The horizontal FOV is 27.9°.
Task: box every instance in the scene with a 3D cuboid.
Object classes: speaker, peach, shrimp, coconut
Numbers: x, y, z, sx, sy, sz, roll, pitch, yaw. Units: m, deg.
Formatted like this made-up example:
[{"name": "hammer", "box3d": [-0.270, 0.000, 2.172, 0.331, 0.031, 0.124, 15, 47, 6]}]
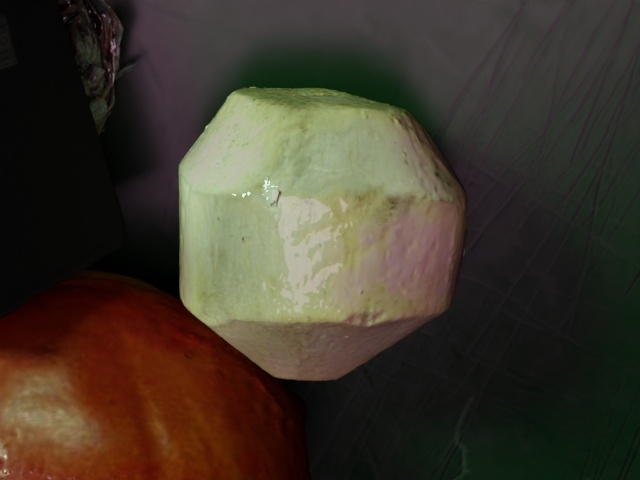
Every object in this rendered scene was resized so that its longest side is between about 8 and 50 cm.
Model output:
[{"name": "speaker", "box3d": [-0.305, -0.078, 0.930, 0.232, 0.184, 0.254, -4, 110, 31]}, {"name": "peach", "box3d": [-0.182, 0.198, 0.997, 0.373, 0.372, 0.290, 22, 137, -6]}, {"name": "shrimp", "box3d": [-0.191, -0.134, 1.002, 0.073, 0.075, 0.190, 16, 101, 30]}, {"name": "coconut", "box3d": [0.000, 0.000, 0.977, 0.237, 0.197, 0.237, -1, 103, -4]}]
